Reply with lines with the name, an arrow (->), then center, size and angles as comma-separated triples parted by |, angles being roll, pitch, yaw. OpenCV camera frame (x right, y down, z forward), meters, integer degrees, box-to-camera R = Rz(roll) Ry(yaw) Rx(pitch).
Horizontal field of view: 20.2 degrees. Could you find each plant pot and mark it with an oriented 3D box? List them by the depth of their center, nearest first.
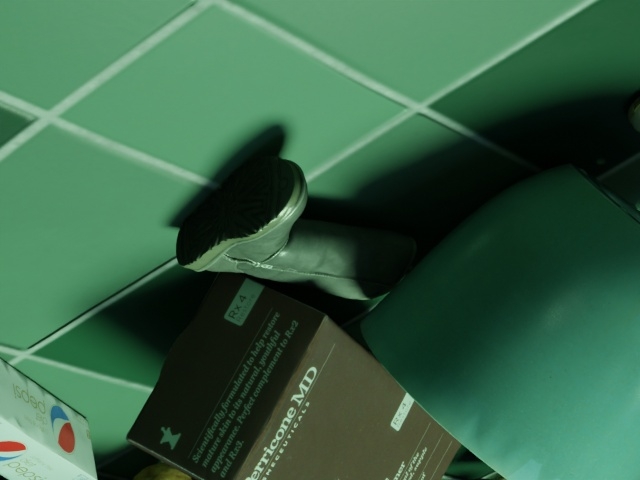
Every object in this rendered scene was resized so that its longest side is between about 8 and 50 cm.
plant pot -> 0.221, 0.075, 1.609 | 0.235, 0.293, 0.293 | -51, 140, 11

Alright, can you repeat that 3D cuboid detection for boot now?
boot -> 0.001, -0.002, 1.591 | 0.209, 0.076, 0.190 | 17, 154, -31

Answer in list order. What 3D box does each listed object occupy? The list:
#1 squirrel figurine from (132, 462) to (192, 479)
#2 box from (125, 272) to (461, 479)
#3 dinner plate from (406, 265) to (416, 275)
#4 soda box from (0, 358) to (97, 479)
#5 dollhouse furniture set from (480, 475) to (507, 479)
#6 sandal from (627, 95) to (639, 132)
squirrel figurine -> -0.230, 0.415, 2.048 | 0.371, 0.281, 0.397 | 2, 146, -12
box -> -0.011, 0.193, 1.782 | 0.143, 0.191, 0.381 | 23, 170, 34
dinner plate -> 0.150, 0.041, 1.788 | 0.141, 0.017, 0.141 | -9, 152, -5
soda box -> -0.306, 0.189, 1.806 | 0.069, 0.073, 0.216 | -20, 150, 12
dollhouse furniture set -> 0.185, 0.286, 2.154 | 0.242, 0.161, 0.212 | -19, 160, -39
sandal -> 0.355, -0.122, 1.545 | 0.180, 0.049, 0.072 | -20, 150, 13
